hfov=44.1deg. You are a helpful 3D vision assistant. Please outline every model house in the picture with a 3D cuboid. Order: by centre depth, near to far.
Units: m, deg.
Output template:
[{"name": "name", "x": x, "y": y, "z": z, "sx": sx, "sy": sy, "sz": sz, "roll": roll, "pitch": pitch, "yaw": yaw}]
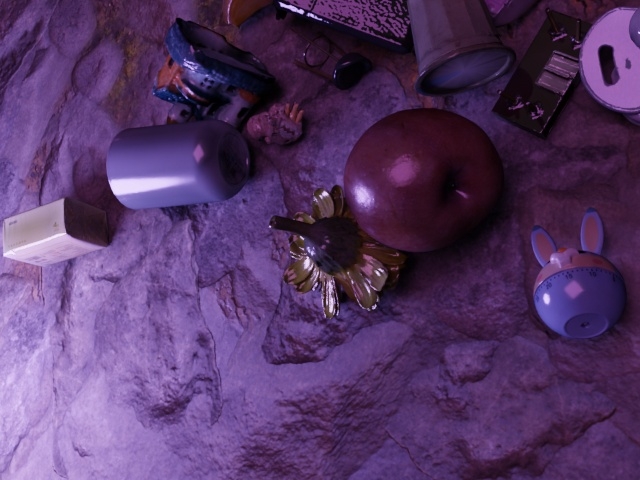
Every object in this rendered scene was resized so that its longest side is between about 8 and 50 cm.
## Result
[{"name": "model house", "x": -0.292, "y": -0.358, "z": 1.941, "sx": 0.291, "sy": 0.253, "sz": 0.184, "roll": -52, "pitch": 43, "yaw": 27}]

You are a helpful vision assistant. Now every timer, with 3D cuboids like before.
[{"name": "timer", "x": 0.456, "y": 0.051, "z": 1.426, "sx": 0.175, "sy": 0.175, "sz": 0.255, "roll": -18, "pitch": 67, "yaw": 25}]

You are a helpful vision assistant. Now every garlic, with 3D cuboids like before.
[{"name": "garlic", "x": -0.164, "y": -0.633, "z": 2.000, "sx": 0.206, "sy": 0.115, "sz": 0.128, "roll": -11, "pitch": 65, "yaw": 24}]

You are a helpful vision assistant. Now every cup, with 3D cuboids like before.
[{"name": "cup", "x": -0.337, "y": -0.185, "z": 1.923, "sx": 0.312, "sy": 0.205, "sz": 0.205, "roll": -2, "pitch": 75, "yaw": 27}]

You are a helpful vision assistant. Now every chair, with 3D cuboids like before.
[{"name": "chair", "x": 0.018, "y": -0.423, "z": 1.855, "sx": 0.221, "sy": 0.104, "sz": 0.095, "roll": 37, "pitch": 121, "yaw": 37}]

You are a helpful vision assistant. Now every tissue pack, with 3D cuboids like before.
[{"name": "tissue pack", "x": -0.710, "y": -0.020, "z": 2.112, "sx": 0.234, "sy": 0.159, "sz": 0.125, "roll": -16, "pitch": 69, "yaw": 25}]

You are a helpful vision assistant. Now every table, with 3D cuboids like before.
[{"name": "table", "x": 0.446, "y": -0.344, "z": 1.570, "sx": 0.121, "sy": 0.111, "sz": 0.240, "roll": 32, "pitch": 93, "yaw": 32}]

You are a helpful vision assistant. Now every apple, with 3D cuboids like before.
[{"name": "apple", "x": 0.202, "y": -0.114, "z": 1.539, "sx": 0.306, "sy": 0.306, "sz": 0.235, "roll": -60, "pitch": 31, "yaw": 2}]

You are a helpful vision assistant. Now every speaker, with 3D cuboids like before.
[{"name": "speaker", "x": 0.067, "y": -0.551, "z": 1.824, "sx": 0.388, "sy": 0.184, "sz": 0.180, "roll": 24, "pitch": 90, "yaw": 13}]

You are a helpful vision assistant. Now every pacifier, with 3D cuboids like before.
[{"name": "pacifier", "x": 0.607, "y": -0.343, "z": 1.405, "sx": 0.299, "sy": 0.233, "sz": 0.244, "roll": -14, "pitch": 73, "yaw": 27}]

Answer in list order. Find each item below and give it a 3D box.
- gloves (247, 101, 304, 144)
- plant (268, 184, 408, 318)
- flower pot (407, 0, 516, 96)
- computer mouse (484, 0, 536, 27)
[{"name": "gloves", "x": -0.105, "y": -0.273, "z": 1.875, "sx": 0.144, "sy": 0.110, "sz": 0.094, "roll": -8, "pitch": 78, "yaw": 58}, {"name": "plant", "x": 0.034, "y": -0.016, "z": 1.674, "sx": 0.306, "sy": 0.297, "sz": 0.261, "roll": 7, "pitch": 48, "yaw": 46}, {"name": "flower pot", "x": 0.277, "y": -0.428, "z": 1.619, "sx": 0.212, "sy": 0.212, "sz": 0.202, "roll": -17, "pitch": 75, "yaw": 25}, {"name": "computer mouse", "x": 0.426, "y": -0.590, "z": 1.673, "sx": 0.310, "sy": 0.072, "sz": 0.158, "roll": -52, "pitch": 57, "yaw": 9}]
